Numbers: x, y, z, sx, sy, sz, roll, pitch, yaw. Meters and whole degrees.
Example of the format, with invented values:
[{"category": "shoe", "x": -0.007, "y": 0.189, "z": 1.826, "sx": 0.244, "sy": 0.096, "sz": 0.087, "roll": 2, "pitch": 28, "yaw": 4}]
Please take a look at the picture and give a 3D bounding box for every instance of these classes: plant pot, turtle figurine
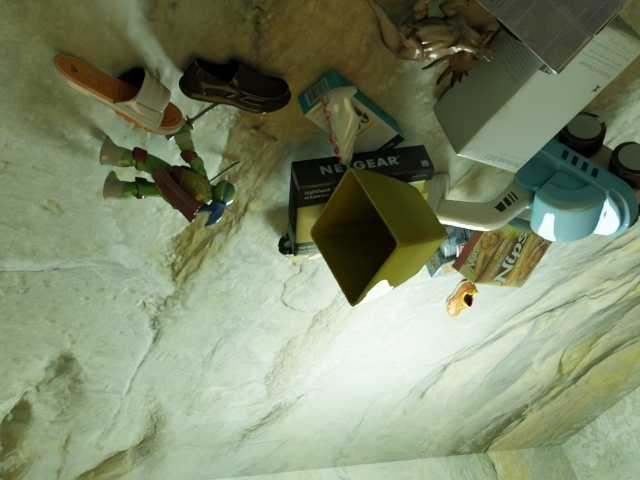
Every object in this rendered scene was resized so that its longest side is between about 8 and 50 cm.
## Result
[{"category": "plant pot", "x": 0.136, "y": -0.014, "z": 1.606, "sx": 0.187, "sy": 0.212, "sz": 0.212, "roll": -7, "pitch": 144, "yaw": -37}, {"category": "turtle figurine", "x": -0.295, "y": -0.155, "z": 1.536, "sx": 0.266, "sy": 0.274, "sz": 0.198, "roll": 7, "pitch": 164, "yaw": -2}]

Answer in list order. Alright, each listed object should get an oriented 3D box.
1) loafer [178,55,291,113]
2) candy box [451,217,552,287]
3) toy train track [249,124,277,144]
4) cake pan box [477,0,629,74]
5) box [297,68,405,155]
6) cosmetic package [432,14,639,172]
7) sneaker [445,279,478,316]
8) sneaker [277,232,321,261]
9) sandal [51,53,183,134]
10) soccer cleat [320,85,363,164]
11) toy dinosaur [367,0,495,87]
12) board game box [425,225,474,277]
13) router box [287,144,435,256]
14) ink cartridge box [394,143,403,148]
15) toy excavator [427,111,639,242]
[{"category": "loafer", "x": -0.153, "y": -0.297, "z": 1.430, "sx": 0.220, "sy": 0.080, "sz": 0.078, "roll": 1, "pitch": 140, "yaw": -25}, {"category": "candy box", "x": 0.505, "y": 0.030, "z": 2.063, "sx": 0.316, "sy": 0.087, "sz": 0.183, "roll": 8, "pitch": 117, "yaw": -53}, {"category": "toy train track", "x": -0.122, "y": -0.224, "z": 1.600, "sx": 0.048, "sy": 0.014, "sz": 0.083, "roll": -43, "pitch": 144, "yaw": 18}, {"category": "cake pan box", "x": 0.426, "y": -0.470, "z": 1.351, "sx": 0.267, "sy": 0.246, "sz": 0.070, "roll": -50, "pitch": 173, "yaw": 34}, {"category": "box", "x": 0.069, "y": -0.258, "z": 1.602, "sx": 0.100, "sy": 0.060, "sz": 0.244, "roll": -35, "pitch": 141, "yaw": 22}, {"category": "cosmetic package", "x": 0.447, "y": -0.337, "z": 1.593, "sx": 0.217, "sy": 0.156, "sz": 0.385, "roll": 8, "pitch": 135, "yaw": -36}, {"category": "sneaker", "x": 0.440, "y": 0.194, "z": 2.366, "sx": 0.064, "sy": 0.067, "sz": 0.175, "roll": -8, "pitch": 145, "yaw": -18}, {"category": "sneaker", "x": 0.000, "y": 0.000, "z": 1.907, "sx": 0.208, "sy": 0.081, "sz": 0.094, "roll": -15, "pitch": 152, "yaw": 5}, {"category": "sandal", "x": -0.345, "y": -0.273, "z": 1.355, "sx": 0.265, "sy": 0.102, "sz": 0.076, "roll": 22, "pitch": 131, "yaw": -40}, {"category": "soccer cleat", "x": 0.053, "y": -0.228, "z": 1.528, "sx": 0.076, "sy": 0.068, "sz": 0.196, "roll": -20, "pitch": 142, "yaw": -3}, {"category": "toy dinosaur", "x": 0.212, "y": -0.385, "z": 1.463, "sx": 0.296, "sy": 0.127, "sz": 0.200, "roll": 7, "pitch": 170, "yaw": -11}, {"category": "board game box", "x": 0.392, "y": 0.029, "z": 2.132, "sx": 0.194, "sy": 0.060, "sz": 0.194, "roll": -19, "pitch": 144, "yaw": -2}, {"category": "router box", "x": 0.085, "y": -0.087, "z": 1.713, "sx": 0.309, "sy": 0.081, "sz": 0.243, "roll": -9, "pitch": 142, "yaw": -11}, {"category": "ink cartridge box", "x": 0.129, "y": -0.147, "z": 1.776, "sx": 0.180, "sy": 0.060, "sz": 0.104, "roll": -27, "pitch": 143, "yaw": 11}, {"category": "toy excavator", "x": 0.517, "y": -0.109, "z": 1.839, "sx": 0.445, "sy": 0.433, "sz": 0.222, "roll": -40, "pitch": 150, "yaw": -20}]
